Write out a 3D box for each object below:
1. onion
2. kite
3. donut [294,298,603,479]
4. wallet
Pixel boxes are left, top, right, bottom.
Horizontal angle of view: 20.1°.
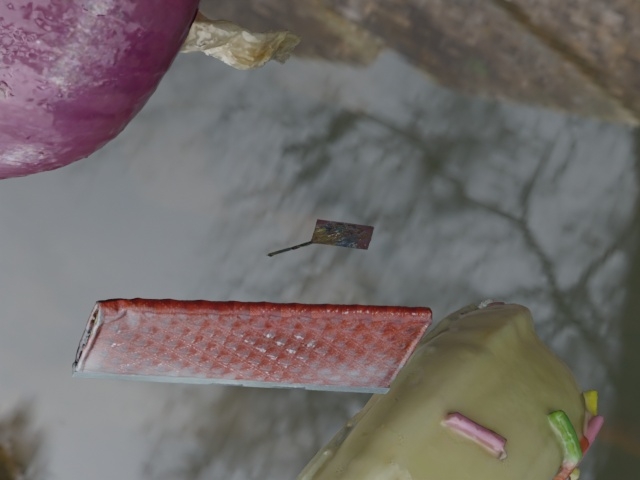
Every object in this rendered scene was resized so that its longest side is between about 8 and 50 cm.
[{"bbox_3d":[-0.182,-0.206,1.265,0.345,0.358,0.358,20,152,1],"label":"onion"},{"bbox_3d":[0.005,0.002,1.065,0.044,0.078,0.002,17,117,23],"label":"kite"},{"bbox_3d":[0.065,0.206,1.319,0.150,0.371,0.307,37,165,12],"label":"donut"},{"bbox_3d":[-0.041,0.061,1.056,0.197,0.020,0.103,4,153,-14],"label":"wallet"}]
